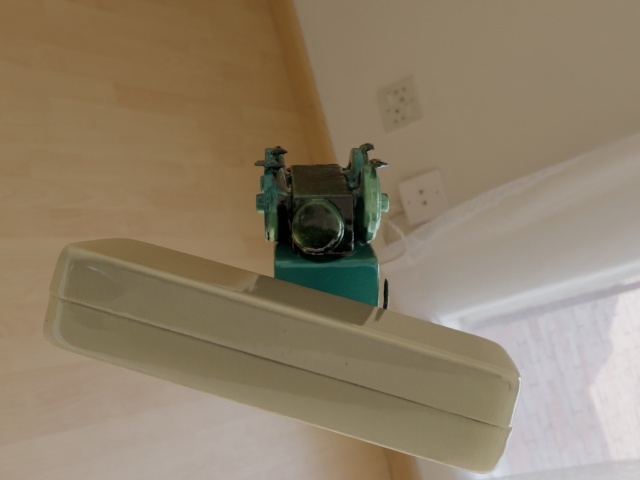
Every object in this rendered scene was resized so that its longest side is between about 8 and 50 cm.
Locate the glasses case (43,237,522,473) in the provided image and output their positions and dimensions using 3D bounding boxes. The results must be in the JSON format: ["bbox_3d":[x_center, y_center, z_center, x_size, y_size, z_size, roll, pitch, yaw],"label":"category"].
[{"bbox_3d":[-0.024,0.072,0.568,0.131,0.313,0.070,-26,131,-84],"label":"glasses case"}]

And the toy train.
[{"bbox_3d":[0.000,0.000,0.731,0.203,0.112,0.163,-94,-176,-75],"label":"toy train"}]
